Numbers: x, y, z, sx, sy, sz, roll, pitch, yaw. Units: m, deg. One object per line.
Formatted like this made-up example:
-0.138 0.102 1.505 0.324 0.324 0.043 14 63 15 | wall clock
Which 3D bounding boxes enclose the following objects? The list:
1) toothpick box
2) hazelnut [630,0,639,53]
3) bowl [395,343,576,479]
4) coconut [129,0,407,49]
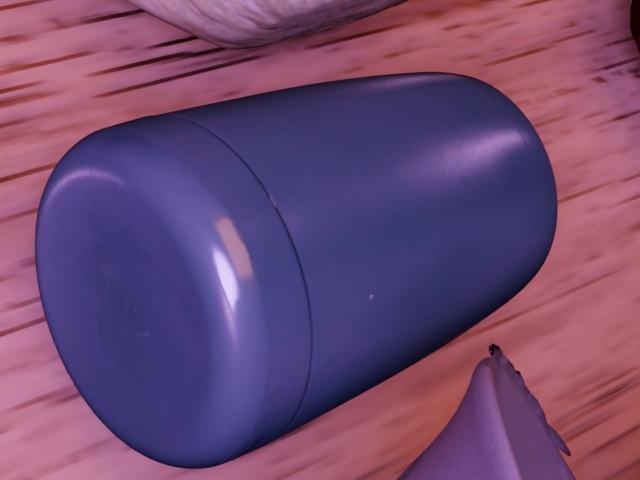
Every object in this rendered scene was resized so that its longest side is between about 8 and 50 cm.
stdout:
0.000 0.000 0.530 0.184 0.120 0.120 -19 77 -39 | toothpick box
0.254 -0.090 0.717 0.202 0.170 0.160 58 7 -41 | hazelnut
0.058 0.217 0.397 0.157 0.345 0.346 -27 79 7 | bowl
-0.019 -0.195 0.570 0.224 0.224 0.224 14 60 -25 | coconut
